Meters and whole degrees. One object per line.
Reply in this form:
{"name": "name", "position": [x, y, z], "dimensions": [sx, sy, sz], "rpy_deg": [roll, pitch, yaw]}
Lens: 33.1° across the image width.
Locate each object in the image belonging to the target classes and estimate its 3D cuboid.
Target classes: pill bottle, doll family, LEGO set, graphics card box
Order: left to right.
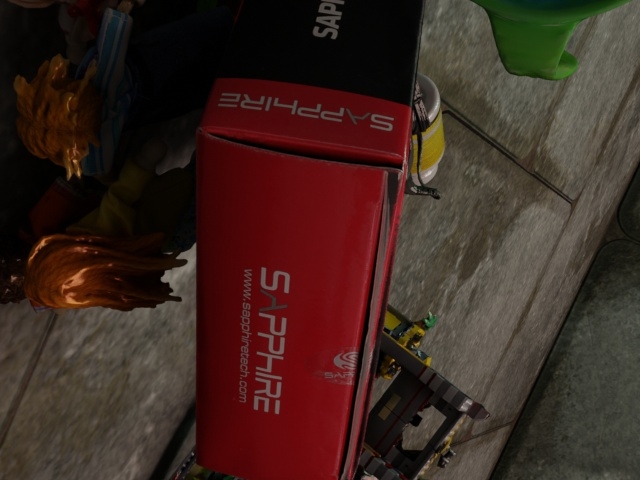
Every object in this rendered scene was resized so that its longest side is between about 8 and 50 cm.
{"name": "doll family", "position": [-0.100, -0.055, 0.558], "dimensions": [0.163, 0.118, 0.263], "rpy_deg": [-36, 144, -54]}
{"name": "graphics card box", "position": [0.006, -0.076, 0.620], "dimensions": [0.371, 0.094, 0.233], "rpy_deg": [-78, 175, -46]}
{"name": "LEGO set", "position": [0.021, 0.200, 0.953], "dimensions": [0.331, 0.192, 0.255], "rpy_deg": [-50, 161, -8]}
{"name": "pill bottle", "position": [0.082, -0.099, 1.001], "dimensions": [0.065, 0.065, 0.116], "rpy_deg": [-56, 157, -18]}

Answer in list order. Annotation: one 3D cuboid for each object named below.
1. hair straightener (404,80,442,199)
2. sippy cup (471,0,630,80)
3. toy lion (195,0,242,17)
{"name": "hair straightener", "position": [0.068, -0.133, 0.866], "dimensions": [0.089, 0.047, 0.230], "rpy_deg": [-56, 136, -41]}
{"name": "sippy cup", "position": [0.200, -0.303, 0.860], "dimensions": [0.305, 0.240, 0.224], "rpy_deg": [-47, 178, 26]}
{"name": "toy lion", "position": [-0.057, -0.144, 0.686], "dimensions": [0.096, 0.034, 0.100], "rpy_deg": [-43, 151, -57]}
